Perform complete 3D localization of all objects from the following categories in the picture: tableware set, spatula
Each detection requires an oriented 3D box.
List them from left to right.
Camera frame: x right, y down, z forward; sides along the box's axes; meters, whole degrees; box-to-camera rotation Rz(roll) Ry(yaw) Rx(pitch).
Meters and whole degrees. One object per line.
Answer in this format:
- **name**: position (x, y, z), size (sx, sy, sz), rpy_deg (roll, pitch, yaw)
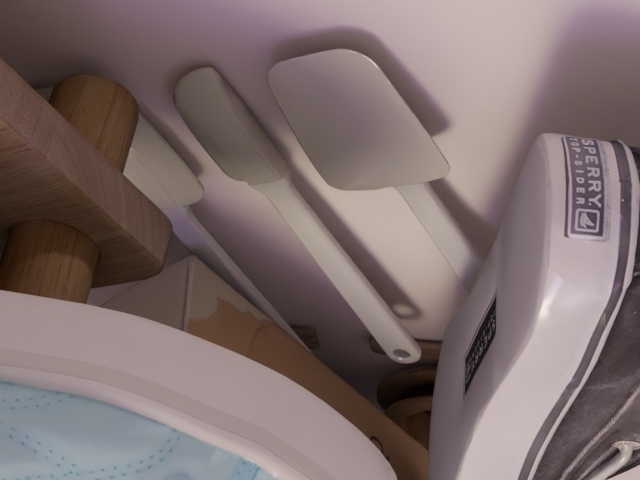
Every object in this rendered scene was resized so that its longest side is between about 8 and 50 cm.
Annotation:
- **spatula**: position (0.000, 0.000, 0.785), size (0.168, 0.019, 0.242), rpy_deg (-8, 141, 27)
- **tableware set**: position (0.017, 0.094, 0.946), size (0.194, 0.039, 0.128), rpy_deg (4, 151, 11)

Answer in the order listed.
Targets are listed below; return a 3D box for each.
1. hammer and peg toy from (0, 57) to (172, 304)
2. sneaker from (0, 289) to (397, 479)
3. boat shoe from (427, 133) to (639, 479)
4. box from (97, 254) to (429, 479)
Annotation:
- **hammer and peg toy**: position (-0.273, -0.037, 0.694), size (0.361, 0.127, 0.266), rpy_deg (-9, 144, 30)
- **sneaker**: position (-0.152, 0.096, 0.606), size (0.366, 0.150, 0.135), rpy_deg (16, 148, -11)
- **boat shoe**: position (0.109, 0.058, 0.741), size (0.102, 0.108, 0.301), rpy_deg (7, 147, -4)
- **box**: position (-0.009, 0.164, 0.864), size (0.121, 0.148, 0.311), rpy_deg (-29, 127, 28)
